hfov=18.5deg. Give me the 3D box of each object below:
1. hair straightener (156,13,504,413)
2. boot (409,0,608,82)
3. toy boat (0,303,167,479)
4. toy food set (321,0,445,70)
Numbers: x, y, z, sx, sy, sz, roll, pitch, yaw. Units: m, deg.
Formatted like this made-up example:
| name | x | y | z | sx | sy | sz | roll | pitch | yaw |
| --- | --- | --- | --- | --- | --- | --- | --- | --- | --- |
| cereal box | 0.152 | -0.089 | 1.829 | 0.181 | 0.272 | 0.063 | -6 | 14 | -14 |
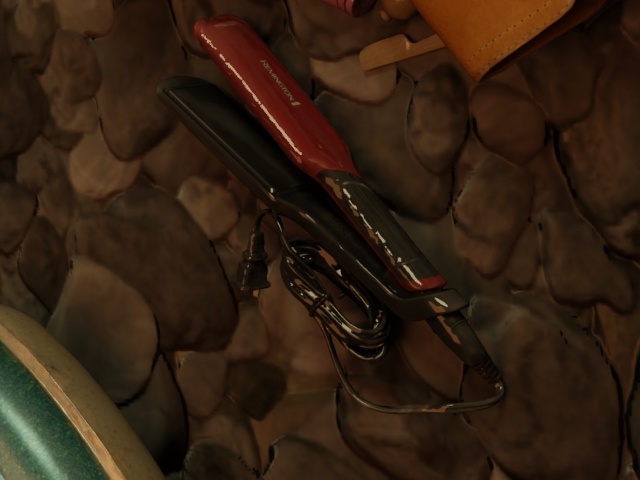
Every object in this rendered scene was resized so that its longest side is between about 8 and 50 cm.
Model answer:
| name | x | y | z | sx | sy | sz | roll | pitch | yaw |
| --- | --- | --- | --- | --- | --- | --- | --- | --- | --- |
| hair straightener | 0.000 | 0.000 | 0.941 | 0.230 | 0.047 | 0.089 | 48 | 123 | 14 |
| boot | 0.014 | -0.158 | 0.837 | 0.295 | 0.104 | 0.211 | -27 | 85 | 25 |
| toy boat | -0.204 | 0.205 | 1.060 | 0.267 | 0.148 | 0.318 | 52 | 124 | 16 |
| toy food set | 0.022 | -0.142 | 0.902 | 0.078 | 0.019 | 0.122 | -14 | 91 | 37 |
